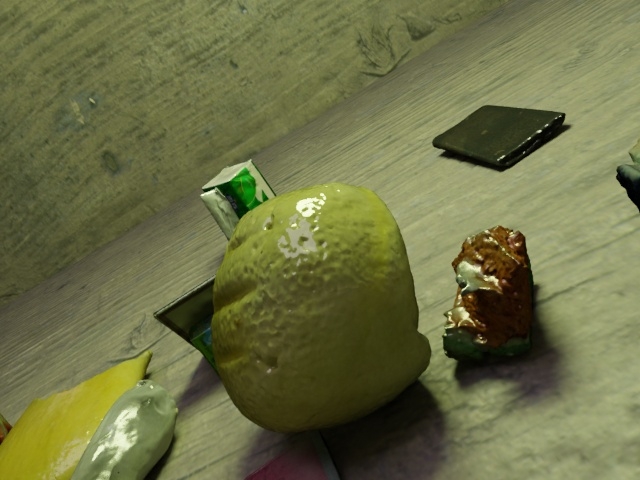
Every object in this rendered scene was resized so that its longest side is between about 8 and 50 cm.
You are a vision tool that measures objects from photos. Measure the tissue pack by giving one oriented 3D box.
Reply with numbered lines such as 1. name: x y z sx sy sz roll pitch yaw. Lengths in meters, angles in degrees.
1. tissue pack: -0.195 -0.070 1.662 0.148 0.209 0.156 -7 32 51

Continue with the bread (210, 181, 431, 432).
1. bread: -0.015 0.082 0.827 0.237 0.321 0.320 -11 9 -25

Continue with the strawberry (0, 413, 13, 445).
1. strawberry: -0.771 0.407 1.235 0.292 0.292 0.343 -8 28 51

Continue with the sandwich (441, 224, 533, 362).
1. sandwich: 0.203 0.045 0.803 0.109 0.160 0.185 -3 36 20

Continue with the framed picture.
1. framed picture: -0.181 0.127 1.188 0.173 0.231 0.010 -32 62 -5

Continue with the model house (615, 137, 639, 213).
1. model house: 0.438 -0.063 0.579 0.284 0.243 0.298 -48 12 -28

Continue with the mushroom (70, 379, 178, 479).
1. mushroom: -0.290 0.326 0.952 0.097 0.109 0.351 -60 7 26

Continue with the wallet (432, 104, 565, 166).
1. wallet: 0.374 -0.227 1.415 0.170 0.044 0.321 -34 21 -4

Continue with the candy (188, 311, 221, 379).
1. candy: -0.124 0.147 1.157 0.194 0.097 0.062 -34 17 -4

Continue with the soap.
1. soap: -0.455 0.338 1.171 0.306 0.115 0.427 -27 18 4

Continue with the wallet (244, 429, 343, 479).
1. wallet: -0.023 0.299 0.710 0.119 0.025 0.232 -32 18 -3
